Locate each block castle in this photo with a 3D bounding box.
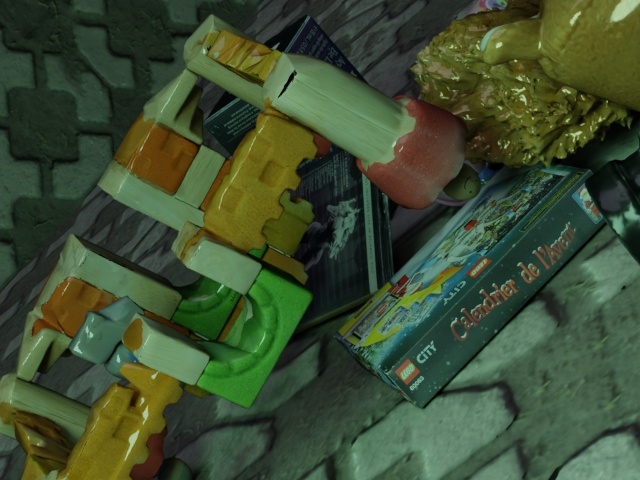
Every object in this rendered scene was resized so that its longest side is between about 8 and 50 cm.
[{"bbox_3d":[-0.079,0.053,1.211,0.453,0.213,0.303,-61,27,2],"label":"block castle"}]

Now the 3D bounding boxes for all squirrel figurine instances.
[{"bbox_3d":[0.243,-0.199,1.149,0.370,0.281,0.397,-74,6,-45],"label":"squirrel figurine"}]

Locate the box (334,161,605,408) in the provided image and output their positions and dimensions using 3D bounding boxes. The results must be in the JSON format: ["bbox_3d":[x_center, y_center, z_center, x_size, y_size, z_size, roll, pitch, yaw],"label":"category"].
[{"bbox_3d":[0.126,0.029,1.197,0.233,0.044,0.159,-44,16,-5],"label":"box"}]

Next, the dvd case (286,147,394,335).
[{"bbox_3d":[0.000,0.000,1.420,0.221,0.018,0.164,-29,58,51],"label":"dvd case"}]

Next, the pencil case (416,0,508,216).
[{"bbox_3d":[0.172,-0.160,1.435,0.124,0.124,0.284,-22,27,51],"label":"pencil case"}]

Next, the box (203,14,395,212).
[{"bbox_3d":[-0.005,-0.116,1.573,0.108,0.207,0.153,-30,22,35],"label":"box"}]

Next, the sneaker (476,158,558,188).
[{"bbox_3d":[0.186,-0.085,1.319,0.052,0.058,0.135,-18,29,55],"label":"sneaker"}]

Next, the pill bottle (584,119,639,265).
[{"bbox_3d":[0.288,-0.067,0.928,0.219,0.123,0.123,-38,17,16],"label":"pill bottle"}]
